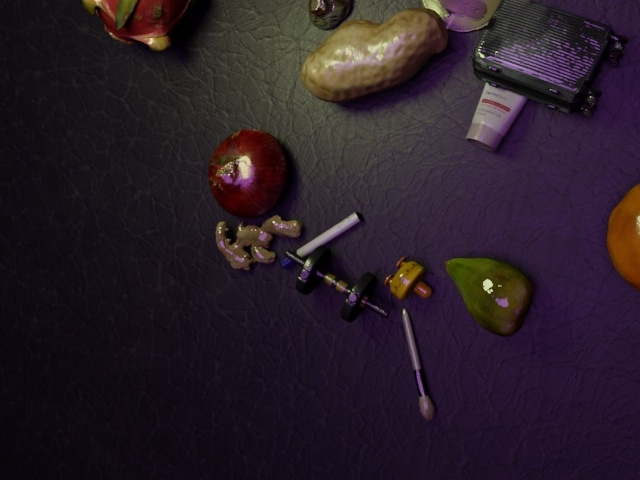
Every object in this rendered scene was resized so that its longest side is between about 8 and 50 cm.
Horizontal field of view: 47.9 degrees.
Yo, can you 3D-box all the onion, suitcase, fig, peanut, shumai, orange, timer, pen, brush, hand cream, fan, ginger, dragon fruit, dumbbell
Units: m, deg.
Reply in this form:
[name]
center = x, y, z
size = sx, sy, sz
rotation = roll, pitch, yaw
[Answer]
[onion]
center = -0.201, -0.182, 1.973
size = 0.247, 0.161, 0.248
rotation = 0, 97, 3
[suitcase]
center = 0.519, -0.429, 1.662
size = 0.312, 0.128, 0.202
rotation = 26, 83, 19
[fig]
center = 0.426, 0.122, 1.765
size = 0.167, 0.167, 0.234
rotation = -46, 41, 18
[peanut]
center = 0.131, -0.468, 1.812
size = 0.386, 0.169, 0.192
rotation = -15, 83, 20
[shumai]
center = 0.012, -0.619, 1.889
size = 0.123, 0.087, 0.099
rotation = -39, 79, 18
[orange]
center = 0.773, -0.007, 1.569
size = 0.283, 0.226, 0.284
rotation = -1, 88, 25
[timer]
center = 0.233, 0.109, 1.850
size = 0.109, 0.107, 0.107
rotation = 37, 106, 18
[pen]
center = 0.000, 0.000, 1.971
size = 0.269, 0.033, 0.033
rotation = -33, 82, 20
[brush]
center = 0.250, 0.327, 1.897
size = 0.042, 0.039, 0.300
rotation = -15, 88, 23
[hand cream]
center = 0.446, -0.341, 1.753
size = 0.133, 0.083, 0.248
rotation = 24, 92, 16
[fan]
center = 0.338, -0.593, 1.804
size = 0.229, 0.011, 0.335
rotation = 31, 104, 18
[ginger]
center = -0.167, 0.005, 2.025
size = 0.258, 0.065, 0.150
rotation = -8, 104, 16
[dragon fruit]
center = -0.503, -0.645, 1.990
size = 0.305, 0.305, 0.226
rotation = 31, 120, 16
[dumbbell]
center = 0.041, 0.113, 1.904
size = 0.325, 0.143, 0.143
rotation = 31, 104, 16
